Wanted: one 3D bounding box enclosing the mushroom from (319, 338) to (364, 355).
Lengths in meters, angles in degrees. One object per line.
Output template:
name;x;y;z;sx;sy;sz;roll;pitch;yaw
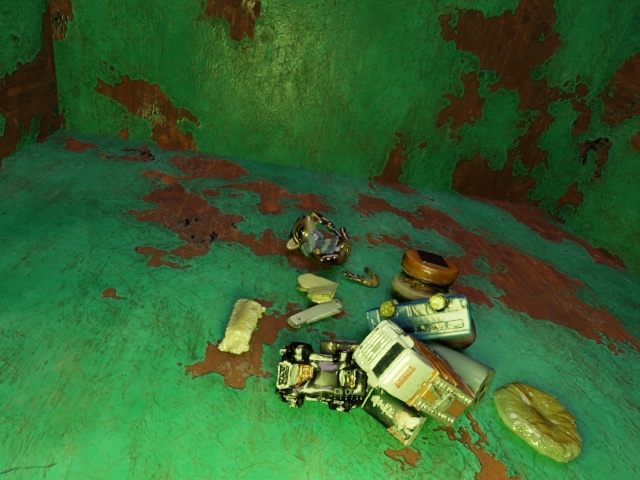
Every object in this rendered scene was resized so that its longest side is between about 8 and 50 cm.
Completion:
mushroom;0.091;0.397;1.426;0.188;0.117;0.141;0;2;-7

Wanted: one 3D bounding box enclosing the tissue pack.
tissue pack;0.222;0.525;1.247;0.170;0.103;0.090;30;-4;34

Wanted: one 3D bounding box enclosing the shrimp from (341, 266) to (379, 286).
shrimp;0.198;0.164;2.005;0.195;0.035;0.148;19;30;-3

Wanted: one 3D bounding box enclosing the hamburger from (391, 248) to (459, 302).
hamburger;0.477;0.180;1.888;0.290;0.225;0.291;11;19;-4

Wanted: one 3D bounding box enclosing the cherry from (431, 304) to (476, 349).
cherry;0.513;0.335;1.663;0.213;0.184;0.266;-4;26;-26

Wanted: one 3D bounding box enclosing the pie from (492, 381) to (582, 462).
pie;0.731;0.599;1.384;0.306;0.071;0.306;14;26;-7

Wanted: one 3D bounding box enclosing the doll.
doll;0.002;-0.004;2.053;0.339;0.209;0.317;26;27;27

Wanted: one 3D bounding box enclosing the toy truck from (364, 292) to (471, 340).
toy truck;0.364;0.292;1.533;0.384;0.163;0.161;-11;-7;18

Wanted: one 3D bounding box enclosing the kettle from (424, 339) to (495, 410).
kettle;0.448;0.479;1.441;0.243;0.160;0.210;26;58;37

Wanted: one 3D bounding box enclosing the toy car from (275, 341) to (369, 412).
toy car;0.007;0.437;1.292;0.300;0.118;0.193;11;68;-7

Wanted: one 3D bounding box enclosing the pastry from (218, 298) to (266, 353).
pastry;-0.288;0.303;1.484;0.121;0.089;0.258;3;23;7

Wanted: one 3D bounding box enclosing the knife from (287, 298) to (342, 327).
knife;-0.012;0.298;1.658;0.265;0.041;0.073;-12;38;-40

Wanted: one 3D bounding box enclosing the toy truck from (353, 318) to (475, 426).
toy truck;0.289;0.406;1.226;0.387;0.173;0.207;37;5;-34

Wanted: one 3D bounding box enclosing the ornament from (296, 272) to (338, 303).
ornament;0.004;0.205;1.781;0.180;0.059;0.201;-6;22;-31
